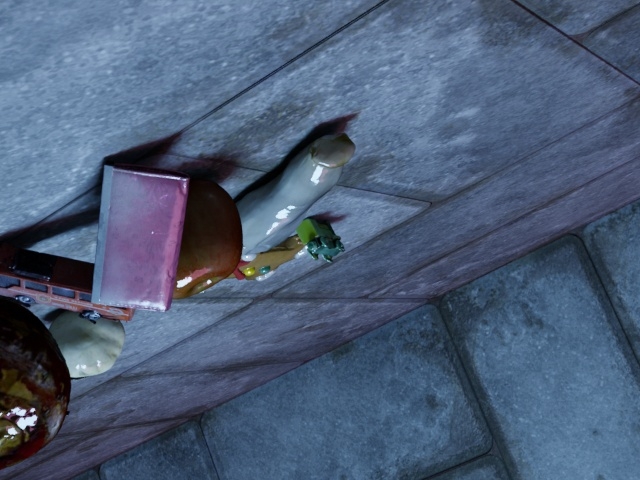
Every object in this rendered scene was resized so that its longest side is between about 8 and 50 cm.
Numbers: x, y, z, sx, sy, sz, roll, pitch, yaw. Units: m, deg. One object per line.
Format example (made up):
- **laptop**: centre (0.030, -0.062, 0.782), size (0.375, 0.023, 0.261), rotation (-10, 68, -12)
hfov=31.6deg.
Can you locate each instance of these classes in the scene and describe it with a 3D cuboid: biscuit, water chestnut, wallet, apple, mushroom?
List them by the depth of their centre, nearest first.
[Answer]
- **wallet**: centre (-0.260, -0.002, 1.624), size (0.119, 0.025, 0.232), rotation (8, 120, -7)
- **apple**: centre (-0.206, -0.005, 1.752), size (0.181, 0.168, 0.181), rotation (-26, 166, -7)
- **mushroom**: centre (-0.054, -0.074, 1.872), size (0.109, 0.097, 0.351), rotation (-12, 159, -43)
- **water chestnut**: centre (-0.583, 0.271, 1.875), size (0.335, 0.347, 0.335), rotation (-1, 128, -1)
- **mushroom**: centre (-0.447, 0.197, 2.161), size (0.154, 0.154, 0.122), rotation (-20, 140, -5)
- **biscuit**: centre (-0.176, 0.052, 2.233), size (0.216, 0.047, 0.340), rotation (-33, 162, 34)

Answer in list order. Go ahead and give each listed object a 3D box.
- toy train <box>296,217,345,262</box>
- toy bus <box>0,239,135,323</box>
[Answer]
- **toy train**: centre (0.000, 0.000, 2.224), size (0.050, 0.081, 0.122), rotation (-37, 162, 20)
- **toy bus**: centre (-0.393, 0.063, 1.728), size (0.235, 0.073, 0.096), rotation (14, 147, -7)
